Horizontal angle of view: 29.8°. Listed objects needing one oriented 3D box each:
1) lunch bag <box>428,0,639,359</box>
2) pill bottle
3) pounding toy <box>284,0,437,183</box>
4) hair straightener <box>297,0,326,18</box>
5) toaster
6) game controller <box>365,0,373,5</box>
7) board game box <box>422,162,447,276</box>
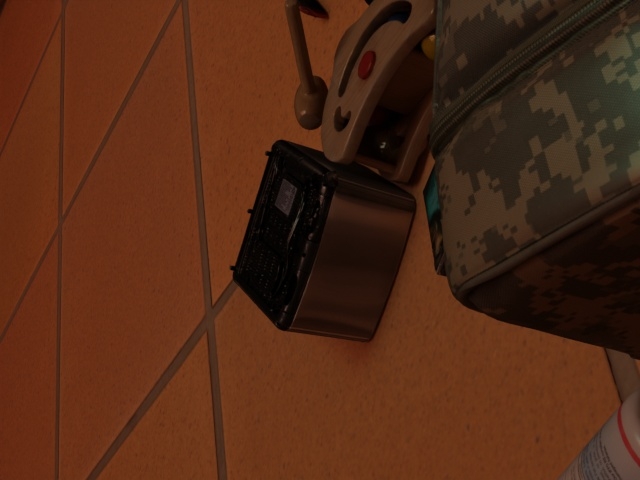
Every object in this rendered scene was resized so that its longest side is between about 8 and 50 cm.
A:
[{"bbox_3d":[0.207,-0.087,0.601,0.212,0.305,0.256,-42,44,50],"label":"lunch bag"},{"bbox_3d":[0.190,0.175,0.768,0.160,0.087,0.087,-60,30,33],"label":"pill bottle"},{"bbox_3d":[0.039,-0.157,1.151,0.269,0.155,0.154,-42,38,50],"label":"pounding toy"},{"bbox_3d":[-0.023,-0.356,1.514,0.230,0.047,0.089,-116,45,-59],"label":"hair straightener"},{"bbox_3d":[0.000,0.000,1.213,0.186,0.110,0.168,38,114,63],"label":"toaster"},{"bbox_3d":[0.113,-0.394,1.237,0.166,0.067,0.319,-3,76,49],"label":"game controller"},{"bbox_3d":[0.132,-0.077,1.013,0.126,0.026,0.186,-91,17,-54],"label":"board game box"}]
